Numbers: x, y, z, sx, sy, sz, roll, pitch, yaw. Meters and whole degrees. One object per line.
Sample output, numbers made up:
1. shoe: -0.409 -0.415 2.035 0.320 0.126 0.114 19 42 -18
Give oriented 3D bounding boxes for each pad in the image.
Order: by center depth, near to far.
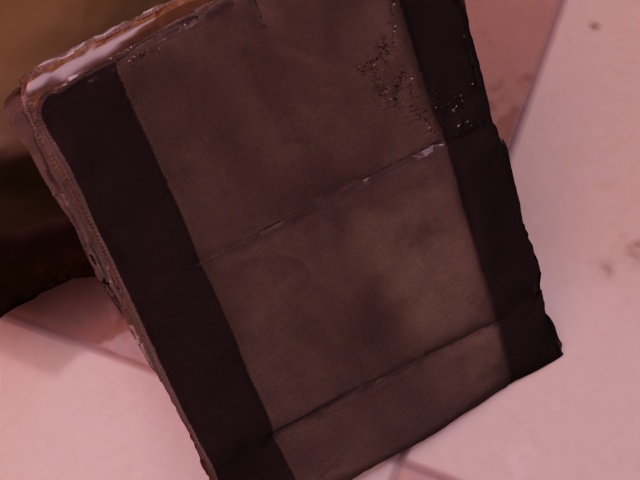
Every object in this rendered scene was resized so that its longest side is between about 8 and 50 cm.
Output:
1. pad: 0.000 0.000 0.521 0.174 0.022 0.233 -29 121 -13

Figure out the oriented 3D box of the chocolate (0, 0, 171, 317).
1. chocolate: -0.168 -0.192 0.497 0.314 0.297 0.326 25 67 6
